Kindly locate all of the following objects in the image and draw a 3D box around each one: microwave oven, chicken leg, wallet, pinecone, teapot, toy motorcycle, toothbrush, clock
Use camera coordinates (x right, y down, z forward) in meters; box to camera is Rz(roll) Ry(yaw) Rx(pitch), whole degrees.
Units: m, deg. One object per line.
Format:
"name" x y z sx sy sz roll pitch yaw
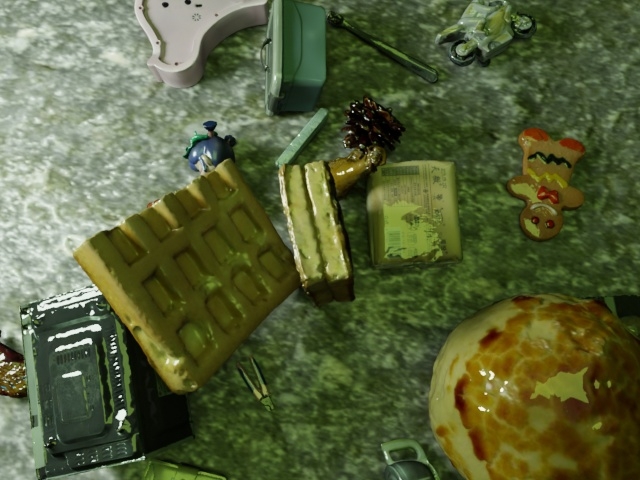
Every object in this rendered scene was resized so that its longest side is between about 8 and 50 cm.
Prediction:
"microwave oven" -0.375 0.232 0.898 0.238 0.181 0.294 -16 77 13
"chicken leg" 0.063 -0.136 1.023 0.101 0.208 0.085 1 78 -36
"wallet" -0.255 0.469 0.942 0.155 0.039 0.110 14 78 1
"pinecone" 0.103 -0.231 1.073 0.140 0.140 0.120 35 106 6
"teapot" 0.171 0.431 0.941 0.091 0.092 0.124 -10 83 -21
"toy motorcycle" 0.370 -0.483 1.167 0.229 0.074 0.151 -26 76 -6
"toothbrush" 0.141 -0.444 1.173 0.297 0.030 0.030 32 104 4
"chicken leg" -0.591 0.240 0.976 0.234 0.063 0.105 24 82 2
"clock" -0.257 -0.487 1.146 0.291 0.080 0.275 -8 78 -2

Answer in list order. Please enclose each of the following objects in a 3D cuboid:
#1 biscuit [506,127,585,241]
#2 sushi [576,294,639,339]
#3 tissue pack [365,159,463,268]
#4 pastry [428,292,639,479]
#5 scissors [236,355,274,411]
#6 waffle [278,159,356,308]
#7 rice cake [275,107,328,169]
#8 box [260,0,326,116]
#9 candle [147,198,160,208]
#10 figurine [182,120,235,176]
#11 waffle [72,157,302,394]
"biscuit" 0.489 -0.118 1.104 0.166 0.036 0.249 15 77 3
"sushi" 0.616 0.283 0.980 0.297 0.100 0.372 -2 77 -2
"tissue pack" 0.189 -0.053 1.052 0.186 0.090 0.222 -3 76 0
"pastry" 0.377 0.272 0.852 0.389 0.313 0.388 -1 85 14
"scissors" -0.122 0.282 1.003 0.039 0.012 0.113 -31 80 -8
"waffle" -0.001 0.000 0.923 0.091 0.308 0.212 -13 77 0
"rice cake" -0.038 -0.218 1.112 0.029 0.033 0.170 35 79 10
"box" -0.063 -0.388 1.092 0.130 0.162 0.226 1 77 -12
"candle" -0.275 0.062 1.032 0.051 0.048 0.329 -25 78 1
"figurine" -0.214 -0.139 1.063 0.102 0.111 0.194 -20 85 5
"waffle" -0.197 0.050 0.905 0.348 0.078 0.304 -43 106 -40
